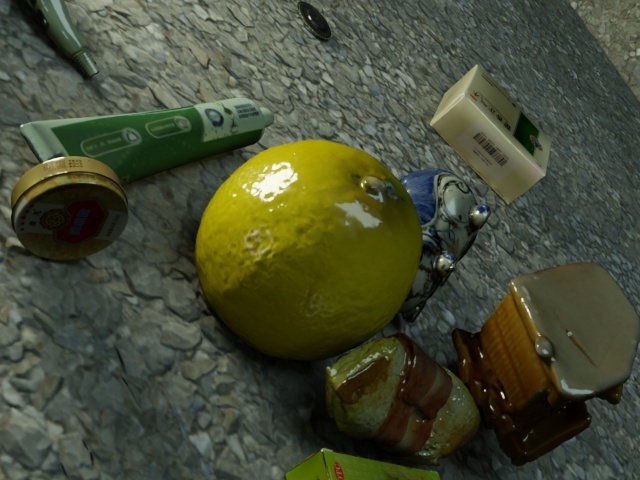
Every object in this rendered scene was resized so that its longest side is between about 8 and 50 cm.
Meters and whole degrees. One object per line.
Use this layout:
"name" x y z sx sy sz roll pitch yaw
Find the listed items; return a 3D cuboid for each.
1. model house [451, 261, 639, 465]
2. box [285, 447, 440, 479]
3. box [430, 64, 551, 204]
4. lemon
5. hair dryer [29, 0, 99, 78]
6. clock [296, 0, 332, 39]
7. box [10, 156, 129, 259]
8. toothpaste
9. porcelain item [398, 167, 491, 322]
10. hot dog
"model house" 0.267 0.160 1.177 0.219 0.229 0.199 0 51 -29
"box" 0.071 0.338 0.900 0.175 0.062 0.261 21 42 -38
"box" 0.315 -0.196 1.744 0.212 0.095 0.168 44 34 -9
"lemon" 0.000 0.000 1.022 0.240 0.219 0.240 28 41 -27
"hair dryer" -0.359 -0.286 1.038 0.219 0.088 0.225 -5 75 -45
"clock" -0.009 -0.369 1.600 0.074 0.010 0.083 5 52 -49
"box" -0.230 -0.029 0.872 0.105 0.105 0.037 17 36 -41
"toothpaste" -0.170 -0.116 1.087 0.099 0.061 0.392 55 35 8
"porcelain item" 0.104 -0.011 1.268 0.186 0.138 0.288 35 35 9
"hot dog" 0.076 0.168 1.038 0.093 0.123 0.261 31 -7 45
